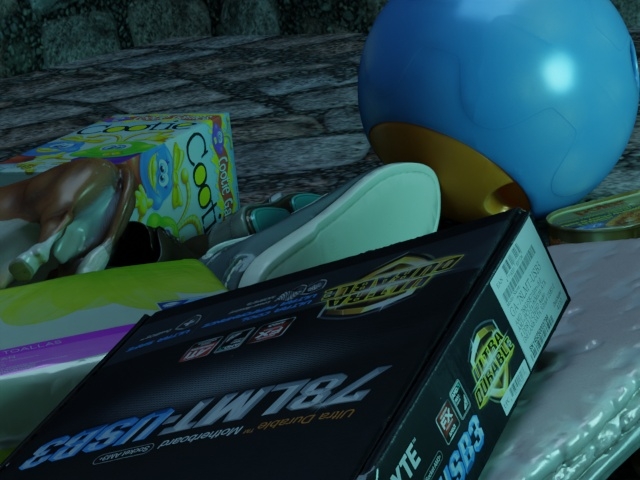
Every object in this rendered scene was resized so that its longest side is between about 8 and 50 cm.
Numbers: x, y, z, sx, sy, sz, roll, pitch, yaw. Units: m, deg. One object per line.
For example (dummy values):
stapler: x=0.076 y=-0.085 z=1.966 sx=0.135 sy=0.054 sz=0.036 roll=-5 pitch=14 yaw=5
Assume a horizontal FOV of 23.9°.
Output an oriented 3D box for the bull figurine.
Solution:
bull figurine: x=-0.292 y=0.025 z=1.319 sx=0.310 sy=0.101 sz=0.188 roll=-27 pitch=29 yaw=30

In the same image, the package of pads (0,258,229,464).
package of pads: x=-0.195 y=0.100 z=1.104 sx=0.297 sy=0.101 sz=0.229 roll=-10 pitch=15 yaw=-15

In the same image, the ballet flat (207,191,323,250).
ballet flat: x=-0.041 y=-0.007 z=1.494 sx=0.068 sy=0.072 sz=0.213 roll=-28 pitch=-10 yaw=26

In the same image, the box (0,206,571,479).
box: x=-0.044 y=0.110 z=0.812 sx=0.296 sy=0.073 sz=0.293 roll=-16 pitch=20 yaw=34

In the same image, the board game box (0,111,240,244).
board game box: x=-0.204 y=-0.035 z=1.542 sx=0.142 sy=0.144 sz=0.275 roll=0 pitch=17 yaw=22

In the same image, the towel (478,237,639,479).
towel: x=0.093 y=0.088 z=0.929 sx=0.332 sy=0.053 sz=0.317 roll=-31 pitch=16 yaw=-38

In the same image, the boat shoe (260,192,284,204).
boat shoe: x=-0.053 y=-0.015 z=1.610 sx=0.040 sy=0.049 sz=0.142 roll=-24 pitch=11 yaw=7

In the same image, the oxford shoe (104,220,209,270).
oxford shoe: x=-0.143 y=0.022 z=1.397 sx=0.083 sy=0.096 sz=0.227 roll=-2 pitch=13 yaw=21

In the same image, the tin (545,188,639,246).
tin: x=0.307 y=-0.018 z=1.476 sx=0.190 sy=0.040 sz=0.106 roll=-13 pitch=20 yaw=-26

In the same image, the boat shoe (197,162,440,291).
boat shoe: x=0.000 y=0.000 z=1.382 sx=0.099 sy=0.116 sz=0.319 roll=9 pitch=26 yaw=35

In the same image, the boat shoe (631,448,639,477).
boat shoe: x=0.276 y=0.105 z=0.903 sx=0.103 sy=0.092 sz=0.285 roll=-20 pitch=6 yaw=37

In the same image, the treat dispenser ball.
treat dispenser ball: x=0.182 y=-0.157 z=1.560 sx=0.288 sy=0.288 sz=0.288 roll=-6 pitch=14 yaw=2
